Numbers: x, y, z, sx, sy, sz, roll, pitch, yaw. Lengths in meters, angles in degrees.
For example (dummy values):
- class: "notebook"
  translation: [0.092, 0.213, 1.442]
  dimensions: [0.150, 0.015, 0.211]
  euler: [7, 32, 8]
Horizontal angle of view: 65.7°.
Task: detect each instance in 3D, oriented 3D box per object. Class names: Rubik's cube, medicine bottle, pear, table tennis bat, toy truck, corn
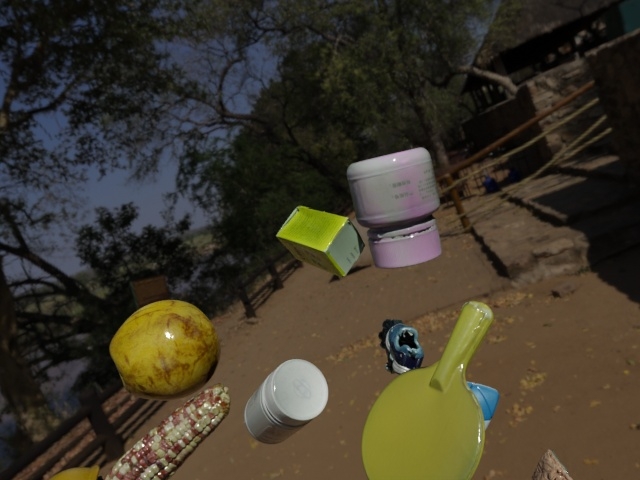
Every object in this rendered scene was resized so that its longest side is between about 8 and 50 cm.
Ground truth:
- class: "Rubik's cube"
  translation: [0.340, 0.500, 1.395]
  dimensions: [0.254, 0.254, 0.254]
  euler: [-23, 6, 2]
- class: "medicine bottle"
  translation: [0.230, -0.098, 1.487]
  dimensions: [0.256, 0.325, 0.256]
  euler: [-14, 9, 2]
- class: "pear"
  translation: [-0.409, 0.294, 1.324]
  dimensions: [0.281, 0.280, 0.281]
  euler: [-23, 6, 2]
- class: "table tennis bat"
  translation: [0.196, 0.268, 0.842]
  dimensions: [0.224, 0.054, 0.368]
  euler: [11, 66, 52]
- class: "toy truck"
  translation: [0.275, 0.363, 1.719]
  dimensions: [0.116, 0.085, 0.191]
  euler: [-1, 45, -8]
- class: "medicine bottle"
  translation: [0.000, 0.000, 1.569]
  dimensions: [0.250, 0.137, 0.141]
  euler: [17, 67, 46]
- class: "corn"
  translation: [-0.231, 0.317, 0.760]
  dimensions: [0.237, 0.079, 0.079]
  euler: [-41, 9, -9]
- class: "medicine bottle"
  translation: [-0.115, 0.517, 1.577]
  dimensions: [0.190, 0.190, 0.332]
  euler: [-27, -18, -35]

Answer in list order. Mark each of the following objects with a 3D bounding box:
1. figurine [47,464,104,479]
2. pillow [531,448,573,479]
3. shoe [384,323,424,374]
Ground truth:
- class: "figurine"
  translation: [-0.491, 0.586, 1.073]
  dimensions: [0.257, 0.167, 0.192]
  euler: [8, 8, -8]
- class: "pillow"
  translation: [0.709, 0.741, 1.486]
  dimensions: [0.043, 0.126, 0.232]
  euler: [18, 12, -6]
- class: "shoe"
  translation: [0.239, 0.285, 1.370]
  dimensions: [0.091, 0.106, 0.207]
  euler: [12, 19, -5]
